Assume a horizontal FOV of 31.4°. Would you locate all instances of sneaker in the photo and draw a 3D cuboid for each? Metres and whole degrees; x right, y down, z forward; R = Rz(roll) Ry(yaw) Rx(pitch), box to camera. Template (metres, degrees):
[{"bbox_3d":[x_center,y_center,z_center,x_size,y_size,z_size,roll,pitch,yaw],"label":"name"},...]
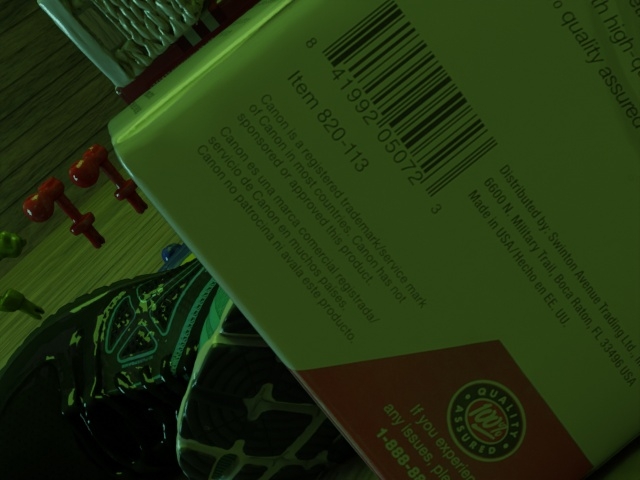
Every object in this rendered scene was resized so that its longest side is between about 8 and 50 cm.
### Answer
[{"bbox_3d":[-0.092,0.077,0.701,0.341,0.125,0.139,-38,14,7],"label":"sneaker"},{"bbox_3d":[0.000,0.000,0.566,0.275,0.107,0.110,-69,23,12],"label":"sneaker"}]

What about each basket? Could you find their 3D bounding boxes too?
[{"bbox_3d":[-0.176,-0.239,1.062,0.103,0.113,0.167,-35,25,18],"label":"basket"}]

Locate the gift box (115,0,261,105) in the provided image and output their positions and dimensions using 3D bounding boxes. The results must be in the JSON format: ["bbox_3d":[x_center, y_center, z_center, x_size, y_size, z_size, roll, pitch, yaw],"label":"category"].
[{"bbox_3d":[-0.023,-0.192,1.198,0.276,0.255,0.258,-31,23,17],"label":"gift box"}]

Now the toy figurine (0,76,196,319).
[{"bbox_3d":[-0.099,0.013,0.833,0.217,0.191,0.362,-15,28,50],"label":"toy figurine"}]

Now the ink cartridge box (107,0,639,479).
[{"bbox_3d":[0.091,-0.048,0.441,0.283,0.207,0.117,-39,15,-3],"label":"ink cartridge box"}]
